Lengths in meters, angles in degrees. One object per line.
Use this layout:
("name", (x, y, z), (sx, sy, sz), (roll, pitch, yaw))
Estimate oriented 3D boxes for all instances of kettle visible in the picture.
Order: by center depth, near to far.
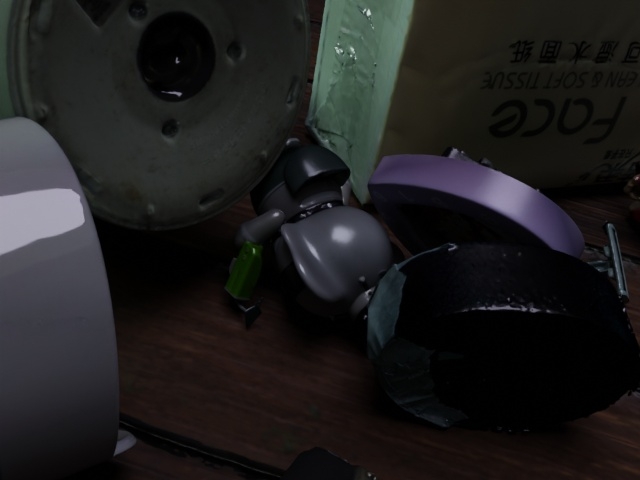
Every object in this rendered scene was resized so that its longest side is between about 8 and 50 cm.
("kettle", (-0.250, -0.204, 0.608), (0.377, 0.361, 0.250), (22, 75, 41))

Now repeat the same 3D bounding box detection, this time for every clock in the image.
("clock", (0.125, -0.023, 0.638), (0.172, 0.198, 0.064), (34, 73, 2))

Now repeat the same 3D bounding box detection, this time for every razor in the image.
("razor", (0.200, 0.017, 0.758), (0.211, 0.036, 0.084), (5, 57, -2))

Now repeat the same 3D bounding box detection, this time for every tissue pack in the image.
("tissue pack", (0.217, -0.227, 0.825), (0.405, 0.331, 0.205), (-6, 39, -22))

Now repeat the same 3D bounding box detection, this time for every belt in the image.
("belt", (0.130, 0.075, 0.563), (0.199, 0.151, 0.078), (9, 44, -8))

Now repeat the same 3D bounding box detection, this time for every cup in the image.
("cup", (-0.268, 0.035, 0.430), (0.258, 0.219, 0.289), (-17, 56, -32))

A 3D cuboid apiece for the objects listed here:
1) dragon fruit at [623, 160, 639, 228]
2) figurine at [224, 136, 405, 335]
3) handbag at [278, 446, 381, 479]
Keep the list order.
("dragon fruit", (0.443, -0.046, 0.822), (0.212, 0.134, 0.261), (11, 71, 21))
("figurine", (0.000, 0.000, 0.647), (0.147, 0.126, 0.192), (-11, 59, -44))
("handbag", (0.079, 0.236, 0.353), (0.343, 0.152, 0.288), (19, 26, 2))
